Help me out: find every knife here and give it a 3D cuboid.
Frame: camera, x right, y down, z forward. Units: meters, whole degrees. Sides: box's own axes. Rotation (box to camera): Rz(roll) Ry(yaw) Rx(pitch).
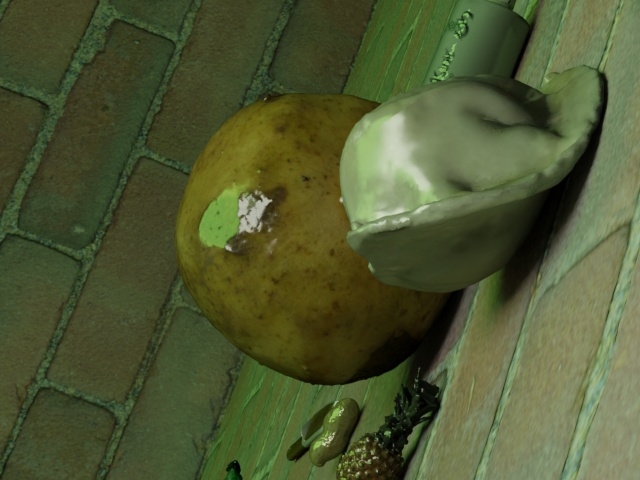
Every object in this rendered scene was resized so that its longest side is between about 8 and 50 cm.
[{"bbox_3d":[-0.011,0.233,2.072,0.046,0.022,0.256,-66,4,-21],"label":"knife"}]

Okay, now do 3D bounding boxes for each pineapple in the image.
[{"bbox_3d":[0.066,0.171,1.441,0.124,0.058,0.058,-52,10,18],"label":"pineapple"}]

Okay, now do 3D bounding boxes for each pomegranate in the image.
[{"bbox_3d":[0.000,0.000,1.565,0.281,0.281,0.281,-158,90,-85],"label":"pomegranate"}]

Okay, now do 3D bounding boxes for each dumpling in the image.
[{"bbox_3d":[0.124,-0.073,1.321,0.227,0.175,0.243,-31,40,29],"label":"dumpling"}]

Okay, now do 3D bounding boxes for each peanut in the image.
[{"bbox_3d":[0.016,0.208,1.812,0.083,0.037,0.037,-60,5,-1],"label":"peanut"}]

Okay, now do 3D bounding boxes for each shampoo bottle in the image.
[{"bbox_3d":[0.149,-0.161,1.713,0.085,0.085,0.262,151,141,-82],"label":"shampoo bottle"}]

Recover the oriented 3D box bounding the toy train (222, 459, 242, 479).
[{"bbox_3d":[-0.067,0.329,1.565,0.266,0.145,0.201,122,166,-65],"label":"toy train"}]
